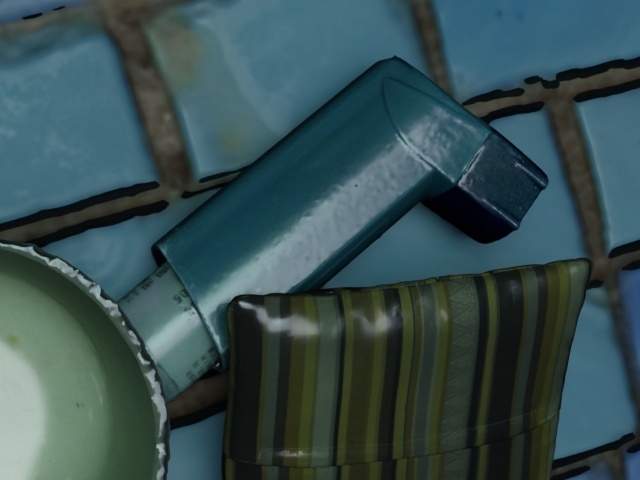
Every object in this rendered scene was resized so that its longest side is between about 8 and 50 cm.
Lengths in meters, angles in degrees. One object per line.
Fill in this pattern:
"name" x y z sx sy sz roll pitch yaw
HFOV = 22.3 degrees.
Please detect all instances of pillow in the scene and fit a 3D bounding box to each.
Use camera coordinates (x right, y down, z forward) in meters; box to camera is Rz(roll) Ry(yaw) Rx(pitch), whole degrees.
"pillow" 0.043 0.110 0.915 0.212 0.052 0.208 -5 122 -17

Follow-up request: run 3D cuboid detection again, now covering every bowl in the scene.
"bowl" -0.188 0.098 0.848 0.211 0.112 0.211 0 92 -11

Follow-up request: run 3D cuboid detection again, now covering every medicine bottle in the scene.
"medicine bottle" 0.000 0.000 0.925 0.258 0.079 0.124 -38 99 -12
